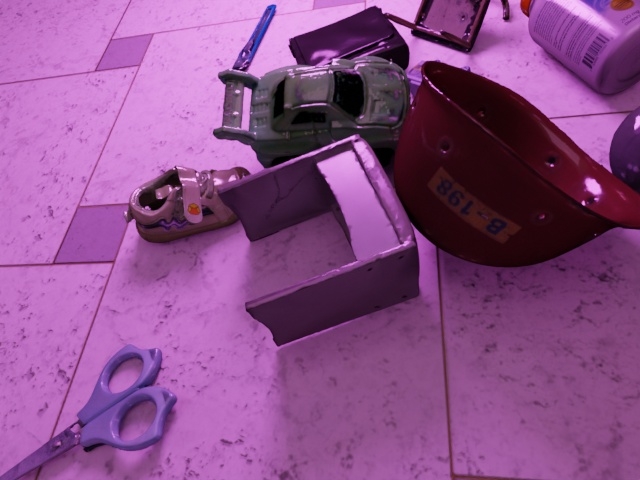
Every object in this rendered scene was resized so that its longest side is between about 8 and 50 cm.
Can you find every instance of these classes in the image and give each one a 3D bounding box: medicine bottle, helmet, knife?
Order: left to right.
[{"bbox_3d":[-0.179,-0.556,1.242,0.044,0.026,0.297,0,58,28],"label":"knife"},{"bbox_3d":[0.260,-0.081,0.707,0.384,0.230,0.337,37,35,4],"label":"helmet"},{"bbox_3d":[0.532,-0.437,0.915,0.156,0.157,0.289,-25,56,-3],"label":"medicine bottle"}]

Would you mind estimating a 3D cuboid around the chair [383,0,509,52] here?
[{"bbox_3d":[0.303,-0.541,1.047,0.188,0.167,0.272,35,29,30],"label":"chair"}]

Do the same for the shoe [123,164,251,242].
[{"bbox_3d":[-0.259,-0.074,0.911,0.262,0.128,0.140,-20,70,4],"label":"shoe"}]

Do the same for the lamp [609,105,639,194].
[{"bbox_3d":[0.560,-0.086,0.668,0.181,0.182,0.314,-9,53,8],"label":"lamp"}]

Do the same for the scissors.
[{"bbox_3d":[-0.404,0.320,0.741,0.360,0.029,0.191,-34,53,-6],"label":"scissors"}]

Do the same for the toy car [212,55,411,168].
[{"bbox_3d":[-0.009,-0.253,0.889,0.358,0.176,0.214,-2,74,19],"label":"toy car"}]

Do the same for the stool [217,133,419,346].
[{"bbox_3d":[0.000,0.000,0.760,0.269,0.170,0.244,-20,55,1],"label":"stool"}]

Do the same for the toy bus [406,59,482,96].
[{"bbox_3d":[0.257,-0.321,0.943,0.075,0.064,0.190,-40,41,-7],"label":"toy bus"}]

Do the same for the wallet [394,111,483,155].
[{"bbox_3d":[0.251,-0.197,0.899,0.204,0.045,0.142,-23,53,-2],"label":"wallet"}]

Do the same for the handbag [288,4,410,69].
[{"bbox_3d":[0.063,-0.441,1.069,0.246,0.080,0.223,-20,51,2],"label":"handbag"}]
